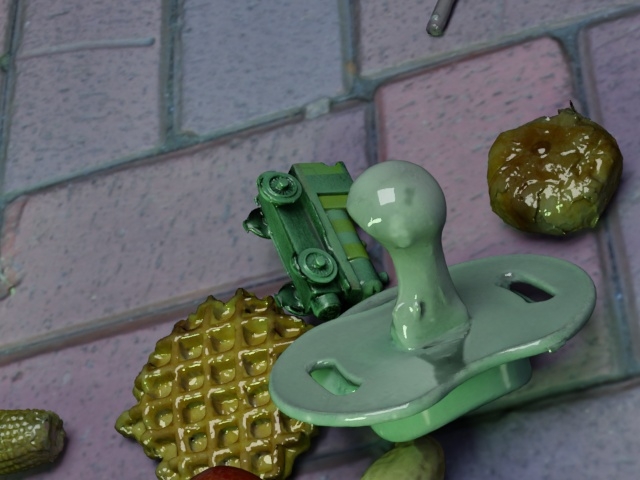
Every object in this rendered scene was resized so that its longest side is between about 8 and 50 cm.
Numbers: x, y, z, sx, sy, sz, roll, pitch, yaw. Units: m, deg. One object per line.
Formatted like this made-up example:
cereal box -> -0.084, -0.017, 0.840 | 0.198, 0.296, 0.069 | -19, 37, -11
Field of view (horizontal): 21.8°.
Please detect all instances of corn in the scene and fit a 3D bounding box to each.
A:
corn -> -0.425, 0.234, 1.870 | 0.288, 0.086, 0.086 | -9, 52, 18

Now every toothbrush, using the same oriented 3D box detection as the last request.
toothbrush -> 0.196, -0.400, 2.106 | 0.024, 0.029, 0.354 | -3, 53, 40

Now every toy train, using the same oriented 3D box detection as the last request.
toy train -> 0.000, 0.001, 1.836 | 0.132, 0.083, 0.200 | -5, 55, -28

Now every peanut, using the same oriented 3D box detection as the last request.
peanut -> 0.070, 0.269, 1.616 | 0.082, 0.082, 0.187 | 1, 54, 26

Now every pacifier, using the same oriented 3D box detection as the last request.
pacifier -> 0.092, 0.045, 1.644 | 0.343, 0.269, 0.288 | -22, 21, -20

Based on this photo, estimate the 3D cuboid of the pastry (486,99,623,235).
pastry -> 0.251, -0.072, 1.792 | 0.153, 0.081, 0.153 | -8, 61, 16

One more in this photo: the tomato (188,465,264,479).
tomato -> -0.090, 0.293, 1.616 | 0.167, 0.167, 0.167 | -13, 50, 16

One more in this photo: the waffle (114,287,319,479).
waffle -> -0.096, 0.169, 1.792 | 0.238, 0.059, 0.243 | 27, 72, 34
